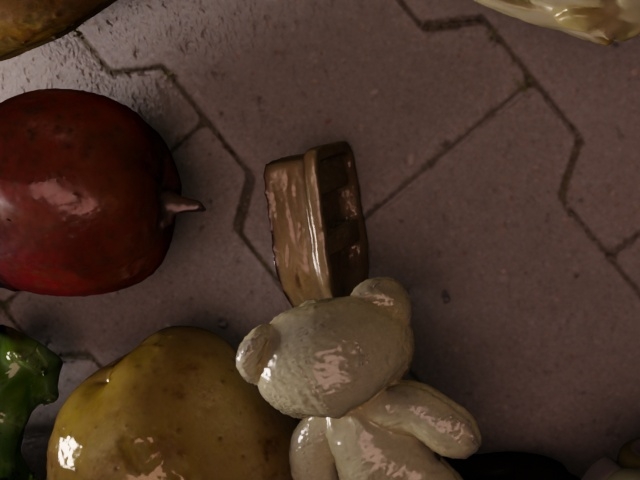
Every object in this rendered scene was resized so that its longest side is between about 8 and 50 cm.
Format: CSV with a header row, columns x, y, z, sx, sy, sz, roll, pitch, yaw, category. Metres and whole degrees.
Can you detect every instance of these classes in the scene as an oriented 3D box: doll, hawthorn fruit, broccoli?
x,y,z,sx,sy,sz,roll,pitch,yaw,category
0.049,0.179,1.056,0.175,0.149,0.278,-25,90,-2,doll
-0.237,-0.045,1.130,0.250,0.215,0.215,9,104,15,hawthorn fruit
-0.375,0.249,1.224,0.298,0.297,0.297,27,74,9,broccoli

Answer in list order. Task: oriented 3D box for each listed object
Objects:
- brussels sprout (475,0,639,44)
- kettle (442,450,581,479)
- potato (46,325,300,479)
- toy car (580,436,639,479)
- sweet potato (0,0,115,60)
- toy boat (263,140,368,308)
x,y,z,sx,sy,sz,roll,pitch,yaw,category
0.161,-0.315,0.913,0.268,0.344,0.344,-23,96,57,brussels sprout
0.161,0.331,1.128,0.221,0.161,0.236,1,101,36,kettle
-0.157,0.210,1.160,0.286,0.242,0.242,-26,94,13,potato
0.408,0.295,0.975,0.336,0.226,0.242,-5,100,-4,toy car
-0.252,-0.287,1.108,0.370,0.158,0.157,-22,95,20,sweet potato
0.000,0.000,1.118,0.061,0.116,0.188,-6,98,21,toy boat
